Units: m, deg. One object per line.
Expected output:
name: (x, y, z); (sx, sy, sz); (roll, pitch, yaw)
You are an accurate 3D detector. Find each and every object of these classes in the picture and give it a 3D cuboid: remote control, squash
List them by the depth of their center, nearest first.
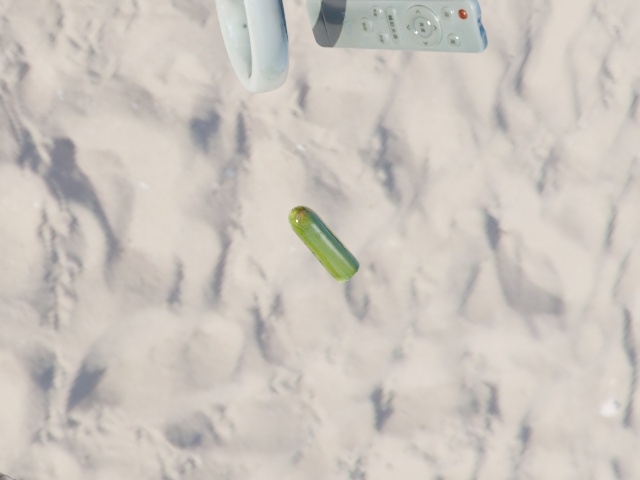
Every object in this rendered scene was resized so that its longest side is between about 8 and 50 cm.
remote control: (0.065, -0.188, 1.168); (0.027, 0.184, 0.050); (-41, 126, -36)
squash: (0.000, 0.000, 1.175); (0.027, 0.027, 0.083); (-46, 120, -10)

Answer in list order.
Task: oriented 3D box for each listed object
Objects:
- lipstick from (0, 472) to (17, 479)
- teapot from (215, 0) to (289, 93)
lipstick: (-0.232, 0.214, 0.987); (0.081, 0.299, 0.081); (-53, 155, -38)
teapot: (-0.090, -0.330, 1.130); (0.252, 0.280, 0.424); (-15, 102, -10)
